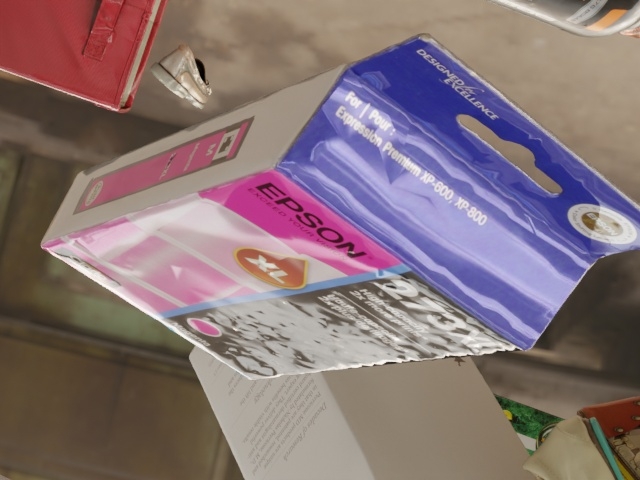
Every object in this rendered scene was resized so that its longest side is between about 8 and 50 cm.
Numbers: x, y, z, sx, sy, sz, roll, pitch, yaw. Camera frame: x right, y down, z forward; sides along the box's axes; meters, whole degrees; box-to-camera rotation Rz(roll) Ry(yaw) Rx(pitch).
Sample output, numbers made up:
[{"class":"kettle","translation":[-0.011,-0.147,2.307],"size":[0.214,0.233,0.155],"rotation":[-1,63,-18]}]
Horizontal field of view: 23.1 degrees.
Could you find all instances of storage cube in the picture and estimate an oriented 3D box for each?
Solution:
[{"class":"storage cube","translation":[-0.240,-0.233,1.432],"size":[0.193,0.184,0.215],"rotation":[19,-176,-6]}]

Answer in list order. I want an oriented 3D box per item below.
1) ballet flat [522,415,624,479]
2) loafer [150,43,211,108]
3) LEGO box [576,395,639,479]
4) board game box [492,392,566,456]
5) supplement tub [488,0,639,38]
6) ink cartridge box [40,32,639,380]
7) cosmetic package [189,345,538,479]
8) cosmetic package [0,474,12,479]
[{"class":"ballet flat","translation":[0.224,0.247,1.165],"size":[0.086,0.248,0.086],"rotation":[-18,146,-13]},{"class":"loafer","translation":[-0.116,-0.147,1.399],"size":[0.045,0.039,0.125],"rotation":[43,-176,7]},{"class":"LEGO box","translation":[0.435,0.368,1.398],"size":[0.372,0.500,0.193],"rotation":[-10,-154,-11]},{"class":"board game box","translation":[0.247,0.257,1.693],"size":[0.259,0.136,0.030],"rotation":[19,177,24]},{"class":"supplement tub","translation":[0.233,-0.326,1.612],"size":[0.316,0.194,0.193],"rotation":[15,162,-28]},{"class":"ink cartridge box","translation":[0.000,0.000,0.857],"size":[0.175,0.069,0.371],"rotation":[35,153,-24]},{"class":"cosmetic package","translation":[0.058,0.200,1.424],"size":[0.217,0.385,0.156],"rotation":[7,127,-39]},{"class":"cosmetic package","translation":[-0.155,0.154,0.535],"size":[0.117,0.085,0.231],"rotation":[29,-168,-16]}]
